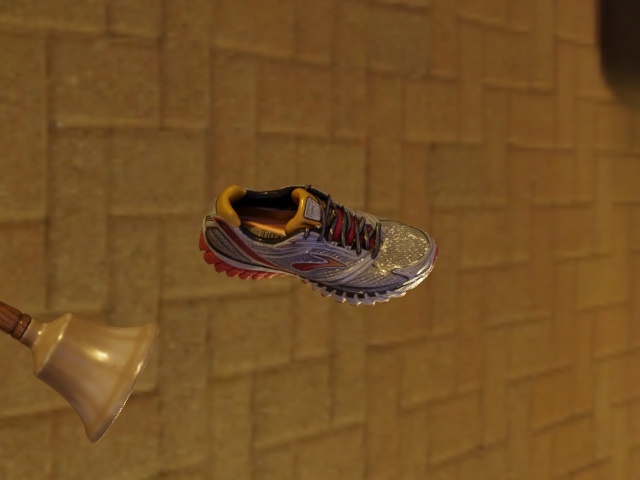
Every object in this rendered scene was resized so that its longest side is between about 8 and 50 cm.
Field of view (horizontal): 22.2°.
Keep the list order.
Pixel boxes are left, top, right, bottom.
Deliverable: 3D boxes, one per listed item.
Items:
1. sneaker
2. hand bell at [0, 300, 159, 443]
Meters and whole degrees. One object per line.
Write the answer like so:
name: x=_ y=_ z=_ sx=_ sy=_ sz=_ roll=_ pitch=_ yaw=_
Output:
sneaker: x=0.000 y=0.000 z=1.534 sx=0.093 sy=0.225 sz=0.088 roll=104 pitch=-10 yaw=-57
hand bell: x=-0.284 y=0.076 z=1.497 sx=0.242 sy=0.126 sz=0.126 roll=29 pitch=59 yaw=-11
